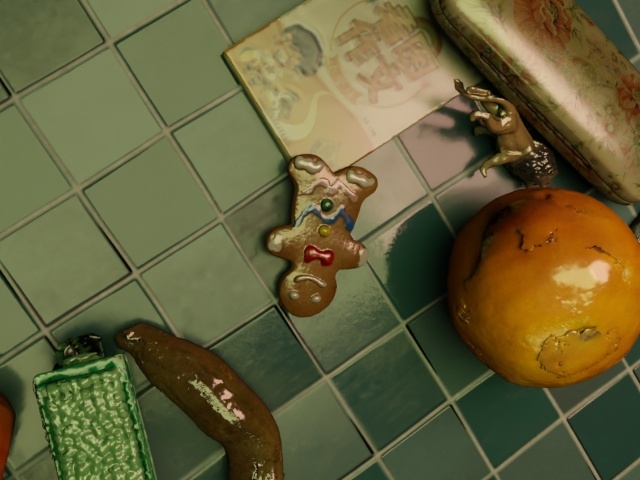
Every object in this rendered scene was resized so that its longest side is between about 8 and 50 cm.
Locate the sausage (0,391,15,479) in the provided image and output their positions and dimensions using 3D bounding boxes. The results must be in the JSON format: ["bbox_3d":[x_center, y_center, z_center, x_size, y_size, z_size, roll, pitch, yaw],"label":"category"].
[{"bbox_3d":[-0.429,0.277,0.918,0.141,0.153,0.268,21,88,-21],"label":"sausage"}]

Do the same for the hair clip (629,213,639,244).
[{"bbox_3d":[0.451,-0.003,1.191,0.070,0.039,0.229,36,83,-12],"label":"hair clip"}]

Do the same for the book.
[{"bbox_3d":[0.051,-0.225,1.087,0.295,0.020,0.208,-34,100,-11],"label":"book"}]

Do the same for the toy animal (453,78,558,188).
[{"bbox_3d":[0.226,-0.139,1.099,0.219,0.086,0.069,38,40,-37],"label":"toy animal"}]

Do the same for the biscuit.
[{"bbox_3d":[0.000,0.000,1.068,0.138,0.031,0.205,14,97,-21],"label":"biscuit"}]

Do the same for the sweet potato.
[{"bbox_3d":[-0.135,0.206,1.025,0.112,0.085,0.286,-42,101,-4],"label":"sweet potato"}]

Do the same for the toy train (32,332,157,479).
[{"bbox_3d":[-0.251,0.244,0.962,0.115,0.154,0.270,-13,96,-11],"label":"toy train"}]

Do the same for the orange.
[{"bbox_3d":[0.273,0.057,1.040,0.246,0.246,0.246,-1,93,-14],"label":"orange"}]

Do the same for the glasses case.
[{"bbox_3d":[0.314,-0.219,1.108,0.425,0.098,0.156,42,67,-13],"label":"glasses case"}]
